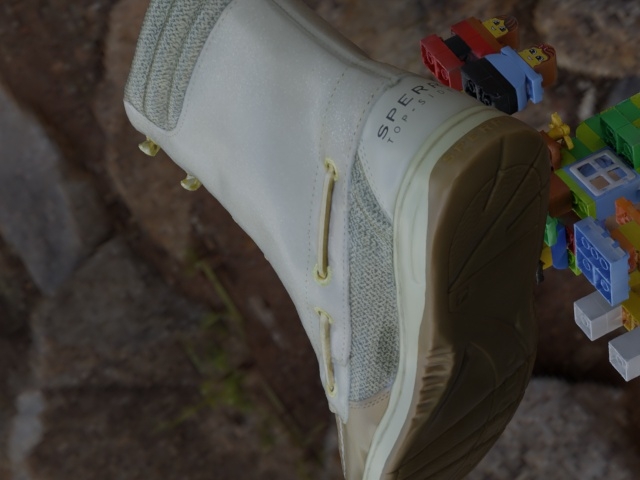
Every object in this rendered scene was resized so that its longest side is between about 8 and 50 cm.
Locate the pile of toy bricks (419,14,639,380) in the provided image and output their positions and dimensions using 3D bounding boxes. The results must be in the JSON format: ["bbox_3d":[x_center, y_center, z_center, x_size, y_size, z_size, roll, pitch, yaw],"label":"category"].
[{"bbox_3d":[0.144,-0.043,0.879,0.212,0.105,0.118,53,164,41],"label":"pile of toy bricks"}]

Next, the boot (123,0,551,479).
[{"bbox_3d":[0.000,0.000,0.647,0.165,0.077,0.213,39,146,29],"label":"boot"}]
